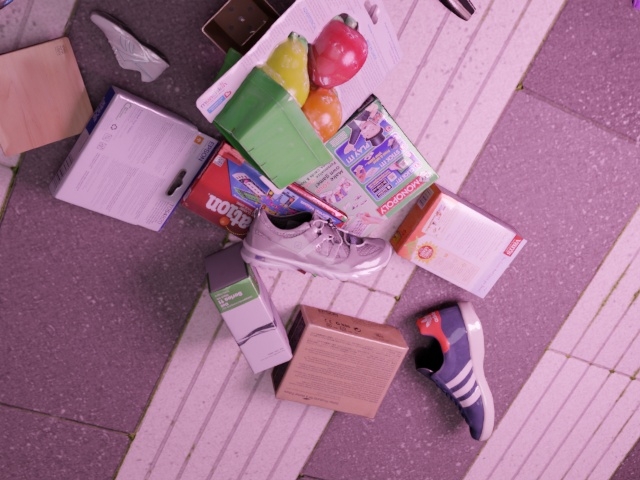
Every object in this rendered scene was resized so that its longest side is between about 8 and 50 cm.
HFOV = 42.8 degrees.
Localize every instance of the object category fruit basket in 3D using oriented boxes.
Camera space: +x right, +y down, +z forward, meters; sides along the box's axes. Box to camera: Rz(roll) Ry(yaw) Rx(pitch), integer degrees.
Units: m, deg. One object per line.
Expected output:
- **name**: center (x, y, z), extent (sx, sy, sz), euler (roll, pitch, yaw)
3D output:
- **fruit basket**: center (-0.023, -0.275, 1.359), extent (0.353, 0.165, 0.327), euler (-52, 152, -5)

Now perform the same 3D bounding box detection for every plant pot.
- **plant pot**: center (-0.129, -0.363, 1.373), extent (0.109, 0.096, 0.109), euler (-43, 117, 9)

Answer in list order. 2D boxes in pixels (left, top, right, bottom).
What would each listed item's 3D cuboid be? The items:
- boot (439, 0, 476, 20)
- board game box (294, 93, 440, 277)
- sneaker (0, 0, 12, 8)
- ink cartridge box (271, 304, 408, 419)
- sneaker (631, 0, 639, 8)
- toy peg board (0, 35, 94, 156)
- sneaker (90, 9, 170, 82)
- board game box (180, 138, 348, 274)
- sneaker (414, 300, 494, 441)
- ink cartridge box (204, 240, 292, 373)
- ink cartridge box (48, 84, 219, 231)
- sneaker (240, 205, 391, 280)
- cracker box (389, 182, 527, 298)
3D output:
- **boot**: center (0.239, -0.512, 1.391), extent (0.179, 0.085, 0.236), euler (-42, 117, 6)
- **board game box**: center (0.042, -0.101, 1.571), extent (0.317, 0.046, 0.213), euler (-39, 118, 8)
- **sneaker**: center (-0.607, -0.379, 1.243), extent (0.341, 0.125, 0.139), euler (-22, 114, -4)
- **ink cartridge box**: center (0.037, 0.257, 1.723), extent (0.235, 0.088, 0.193), euler (17, 113, -20)
- **sneaker**: center (0.561, -0.502, 1.491), extent (0.071, 0.068, 0.169), euler (-17, 110, 11)
- **toy peg board**: center (-0.484, -0.248, 1.373), extent (0.161, 0.079, 0.161), euler (-23, 120, -19)
- **sneaker**: center (-0.328, -0.323, 1.373), extent (0.152, 0.053, 0.061), euler (38, 105, -26)
- **board game box**: center (-0.101, -0.057, 1.520), extent (0.281, 0.027, 0.145), euler (30, 108, -24)
- **sneaker**: center (0.286, 0.296, 1.788), extent (0.148, 0.131, 0.349), euler (-13, 112, 1)
- **ink cartridge box**: center (-0.140, 0.131, 1.584), extent (0.087, 0.153, 0.208), euler (-24, 118, 1)
- **ink cartridge box**: center (-0.328, -0.138, 1.454), extent (0.224, 0.045, 0.223), euler (23, 110, -43)
- **sneaker**: center (0.000, 0.000, 1.495), extent (0.282, 0.105, 0.115), euler (4, 115, -15)
- **cracker box**: center (0.280, 0.001, 1.664), extent (0.232, 0.067, 0.155), euler (27, 108, -22)
